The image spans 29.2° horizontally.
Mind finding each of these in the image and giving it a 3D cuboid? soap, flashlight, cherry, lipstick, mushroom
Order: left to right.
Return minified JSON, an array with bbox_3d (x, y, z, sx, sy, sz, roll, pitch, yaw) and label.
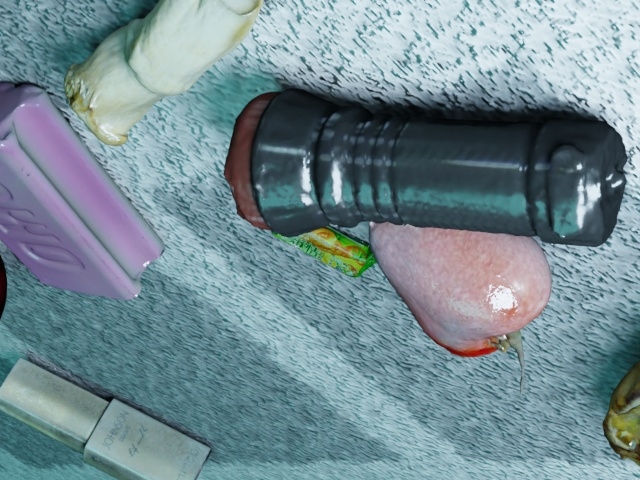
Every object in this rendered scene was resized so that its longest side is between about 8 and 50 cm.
[{"bbox_3d":[-0.226,-0.038,0.988,0.122,0.065,0.203,7,147,35],"label":"soap"},{"bbox_3d":[-0.258,0.226,1.452,0.253,0.079,0.077,26,152,1],"label":"lipstick"},{"bbox_3d":[-0.100,-0.115,0.765,0.059,0.054,0.202,40,145,-20],"label":"mushroom"},{"bbox_3d":[0.061,-0.042,0.716,0.232,0.093,0.093,5,145,27],"label":"flashlight"},{"bbox_3d":[0.095,0.020,0.780,0.106,0.087,0.126,-7,119,57],"label":"cherry"}]

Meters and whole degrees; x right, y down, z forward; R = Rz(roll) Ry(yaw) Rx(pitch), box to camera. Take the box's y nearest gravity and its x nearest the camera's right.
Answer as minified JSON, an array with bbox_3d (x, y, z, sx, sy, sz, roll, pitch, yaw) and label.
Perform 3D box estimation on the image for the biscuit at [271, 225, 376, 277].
[{"bbox_3d":[0.000,0.000,0.905,0.089,0.016,0.046,28,152,-1],"label":"biscuit"}]

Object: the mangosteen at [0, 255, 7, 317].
[{"bbox_3d":[-0.398,0.036,1.163,0.200,0.200,0.200,21,152,12],"label":"mangosteen"}]

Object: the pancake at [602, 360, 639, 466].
[{"bbox_3d":[0.273,0.111,0.812,0.212,0.056,0.257,34,145,-27],"label":"pancake"}]
